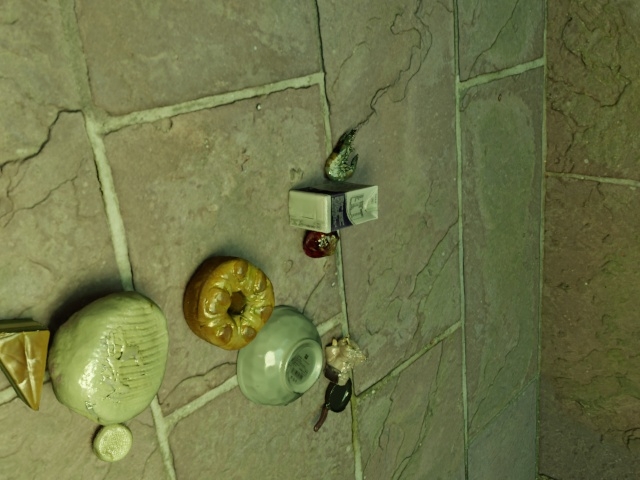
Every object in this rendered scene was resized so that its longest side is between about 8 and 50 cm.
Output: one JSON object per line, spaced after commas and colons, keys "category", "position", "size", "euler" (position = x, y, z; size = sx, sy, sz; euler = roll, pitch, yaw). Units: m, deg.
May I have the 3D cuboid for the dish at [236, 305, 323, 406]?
{"category": "dish", "position": [-0.081, 0.320, 1.753], "size": [0.303, 0.120, 0.302], "euler": [-13, 109, -45]}

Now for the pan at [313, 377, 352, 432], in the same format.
{"category": "pan", "position": [0.029, 0.491, 1.977], "size": [0.212, 0.040, 0.114], "euler": [-44, 130, -41]}

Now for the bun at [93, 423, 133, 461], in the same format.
{"category": "bun", "position": [-0.448, 0.431, 1.419], "size": [0.086, 0.055, 0.086], "euler": [2, 87, -40]}

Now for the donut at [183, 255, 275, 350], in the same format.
{"category": "donut", "position": [-0.215, 0.146, 1.561], "size": [0.227, 0.114, 0.226], "euler": [-16, 112, -46]}

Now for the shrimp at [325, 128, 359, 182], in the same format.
{"category": "shrimp", "position": [0.069, -0.233, 1.838], "size": [0.091, 0.034, 0.160], "euler": [34, 75, -31]}

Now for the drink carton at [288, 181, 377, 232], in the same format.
{"category": "drink carton", "position": [0.038, -0.096, 1.768], "size": [0.222, 0.134, 0.101], "euler": [-17, 110, -45]}

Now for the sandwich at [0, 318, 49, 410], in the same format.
{"category": "sandwich", "position": [-0.573, 0.232, 1.210], "size": [0.114, 0.079, 0.163], "euler": [4, 98, -47]}

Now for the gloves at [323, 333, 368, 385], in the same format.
{"category": "gloves", "position": [0.067, 0.351, 1.945], "size": [0.144, 0.110, 0.094], "euler": [-50, 149, 13]}

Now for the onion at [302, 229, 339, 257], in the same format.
{"category": "onion", "position": [0.000, 0.000, 1.788], "size": [0.107, 0.097, 0.107], "euler": [-28, 155, -14]}

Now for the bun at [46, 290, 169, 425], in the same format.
{"category": "bun", "position": [-0.422, 0.228, 1.314], "size": [0.273, 0.169, 0.272], "euler": [-21, 114, -60]}
